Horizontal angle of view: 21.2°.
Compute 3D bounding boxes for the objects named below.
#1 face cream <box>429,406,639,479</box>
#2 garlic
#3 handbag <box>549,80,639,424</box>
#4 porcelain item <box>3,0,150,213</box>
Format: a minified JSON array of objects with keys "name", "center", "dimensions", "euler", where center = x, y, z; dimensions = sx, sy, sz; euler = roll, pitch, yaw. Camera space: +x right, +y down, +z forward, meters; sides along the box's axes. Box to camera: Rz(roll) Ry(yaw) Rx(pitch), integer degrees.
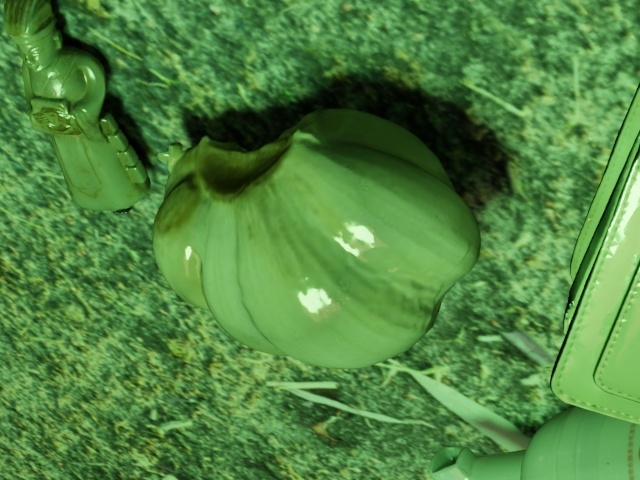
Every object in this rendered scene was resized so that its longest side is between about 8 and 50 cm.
[{"name":"face cream","center":[0.263,0.197,1.430],"dimensions":[0.369,0.145,0.145],"euler":[-14,131,42]},{"name":"garlic","center":[0.003,0.014,1.299],"dimensions":[0.281,0.185,0.203],"euler":[-19,148,42]},{"name":"handbag","center":[0.357,0.031,1.138],"dimensions":[0.358,0.160,0.237],"euler":[18,132,4]},{"name":"porcelain item","center":[-0.200,-0.112,1.353],"dimensions":[0.084,0.054,0.213],"euler":[5,140,21]}]
